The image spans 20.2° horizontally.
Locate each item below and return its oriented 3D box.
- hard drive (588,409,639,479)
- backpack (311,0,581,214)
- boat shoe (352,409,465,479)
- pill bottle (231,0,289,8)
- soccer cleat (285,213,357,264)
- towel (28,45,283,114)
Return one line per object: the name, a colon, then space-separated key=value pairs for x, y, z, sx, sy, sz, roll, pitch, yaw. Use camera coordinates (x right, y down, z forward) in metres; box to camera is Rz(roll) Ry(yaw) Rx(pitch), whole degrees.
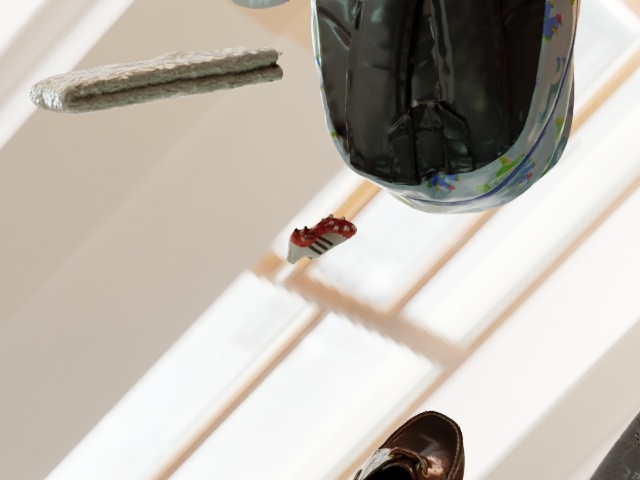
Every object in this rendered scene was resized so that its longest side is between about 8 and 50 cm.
hard drive: x=0.412 y=0.250 z=2.014 sx=0.172 sy=0.255 sz=0.054 roll=21 pitch=155 yaw=51
backpack: x=0.127 y=-0.204 z=1.711 sx=0.273 sy=0.290 sz=0.356 roll=54 pitch=-144 yaw=-62
boat shoe: x=0.058 y=0.192 z=1.325 sx=0.073 sy=0.073 sz=0.207 roll=20 pitch=-138 yaw=13
pill bottle: x=-0.075 y=-0.397 z=2.038 sx=0.146 sy=0.146 sz=0.264 roll=-126 pitch=23 yaw=-44
soccer cleat: x=0.000 y=0.000 z=1.630 sx=0.029 sy=0.036 sz=0.083 roll=39 pitch=-144 yaw=28
towel: x=-0.196 y=-0.196 z=2.152 sx=0.187 sy=0.282 sz=0.049 roll=-165 pitch=65 yaw=-69
